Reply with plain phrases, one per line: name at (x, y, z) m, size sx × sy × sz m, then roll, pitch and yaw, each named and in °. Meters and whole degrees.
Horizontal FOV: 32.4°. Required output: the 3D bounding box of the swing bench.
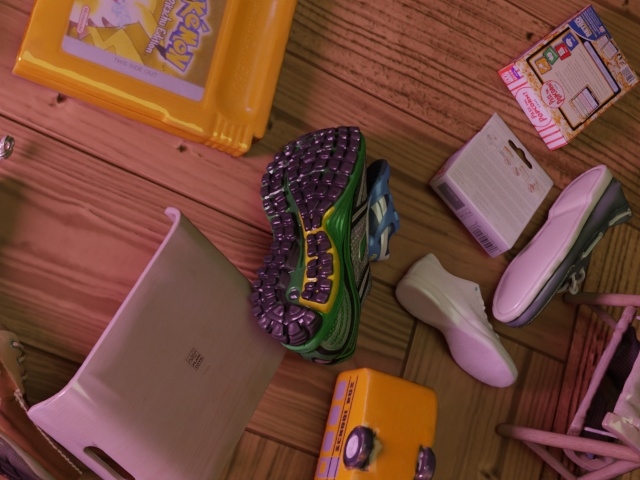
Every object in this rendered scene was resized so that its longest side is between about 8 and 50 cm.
swing bench at (0.412, 0.193, 1.475) m, size 0.165 × 0.255 × 0.253 m, roll 40°, pitch 65°, yaw -13°

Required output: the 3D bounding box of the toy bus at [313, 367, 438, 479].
toy bus at (0.051, 0.328, 1.344) m, size 0.108 × 0.130 × 0.332 m, roll 21°, pitch 71°, yaw -21°

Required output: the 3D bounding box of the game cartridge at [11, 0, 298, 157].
game cartridge at (-0.195, -0.285, 1.405) m, size 0.324 × 0.053 × 0.285 m, roll 18°, pitch 72°, yaw -20°

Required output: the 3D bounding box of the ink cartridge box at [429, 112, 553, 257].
ink cartridge box at (0.249, -0.082, 1.590) m, size 0.145 × 0.045 × 0.179 m, roll 49°, pitch 45°, yaw -8°

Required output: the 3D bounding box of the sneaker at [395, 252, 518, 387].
sneaker at (0.203, 0.104, 1.502) m, size 0.212 × 0.080 × 0.094 m, roll 47°, pitch 52°, yaw -8°

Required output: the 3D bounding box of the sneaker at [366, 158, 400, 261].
sneaker at (0.076, -0.038, 1.482) m, size 0.059 × 0.053 × 0.144 m, roll 16°, pitch 79°, yaw -25°

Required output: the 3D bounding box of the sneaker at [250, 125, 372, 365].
sneaker at (0.000, 0.000, 1.399) m, size 0.146 × 0.134 × 0.343 m, roll 52°, pitch 40°, yaw -48°

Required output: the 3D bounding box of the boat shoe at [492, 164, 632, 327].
boat shoe at (0.354, 0.022, 1.562) m, size 0.099 × 0.116 × 0.319 m, roll 48°, pitch 55°, yaw -12°

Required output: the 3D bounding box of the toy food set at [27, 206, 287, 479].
toy food set at (-0.174, 0.139, 1.276) m, size 0.219 × 0.092 × 0.306 m, roll 48°, pitch 51°, yaw -28°

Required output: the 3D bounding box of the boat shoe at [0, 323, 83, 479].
boat shoe at (-0.373, 0.141, 1.191) m, size 0.324 × 0.122 × 0.120 m, roll 47°, pitch 61°, yaw -11°

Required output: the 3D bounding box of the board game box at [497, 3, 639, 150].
board game box at (0.381, -0.250, 1.674) m, size 0.193 × 0.045 × 0.146 m, roll -37°, pitch 96°, yaw -27°

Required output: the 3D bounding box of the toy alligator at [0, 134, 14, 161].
toy alligator at (-0.407, -0.044, 1.256) m, size 0.051 × 0.056 × 0.189 m, roll 6°, pitch 59°, yaw 17°
